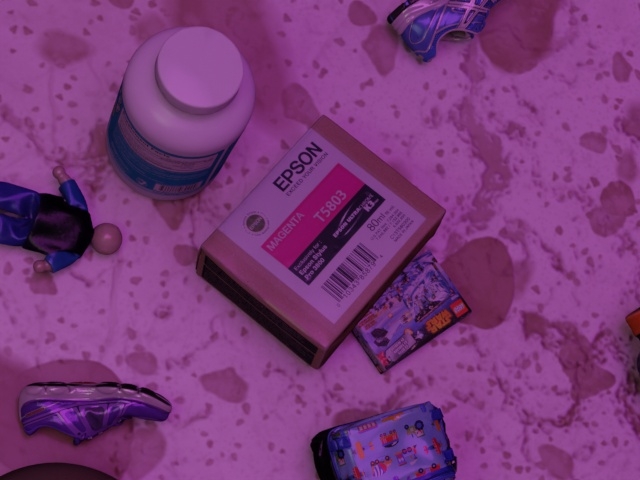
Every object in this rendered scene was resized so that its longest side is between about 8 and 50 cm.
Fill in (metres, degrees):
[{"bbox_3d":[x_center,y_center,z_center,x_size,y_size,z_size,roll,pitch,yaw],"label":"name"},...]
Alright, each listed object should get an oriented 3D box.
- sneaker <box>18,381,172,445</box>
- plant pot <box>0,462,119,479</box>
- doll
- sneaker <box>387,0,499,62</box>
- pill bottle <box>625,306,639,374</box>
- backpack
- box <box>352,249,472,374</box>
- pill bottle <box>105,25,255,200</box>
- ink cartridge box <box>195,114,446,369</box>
[{"bbox_3d":[-0.251,0.194,1.671,0.170,0.068,0.071,1,90,-6],"label":"sneaker"},{"bbox_3d":[-0.259,0.338,1.506,0.256,0.274,0.256,4,75,-14],"label":"plant pot"},{"bbox_3d":[-0.318,-0.026,1.712,0.189,0.046,0.129,17,72,-9],"label":"doll"},{"bbox_3d":[0.189,-0.302,1.911,0.211,0.080,0.081,-30,91,-10],"label":"sneaker"},{"bbox_3d":[0.472,0.175,1.819,0.130,0.130,0.246,-29,83,-20],"label":"pill bottle"},{"bbox_3d":[0.083,0.283,1.696,0.158,0.117,0.173,-12,81,-16],"label":"backpack"},{"bbox_3d":[0.102,0.086,1.801,0.137,0.027,0.094,-32,83,-20],"label":"box"},{"bbox_3d":[-0.155,-0.147,1.671,0.146,0.264,0.146,4,74,-14],"label":"pill bottle"},{"bbox_3d":[0.000,0.000,1.752,0.193,0.088,0.235,38,69,7],"label":"ink cartridge box"}]
